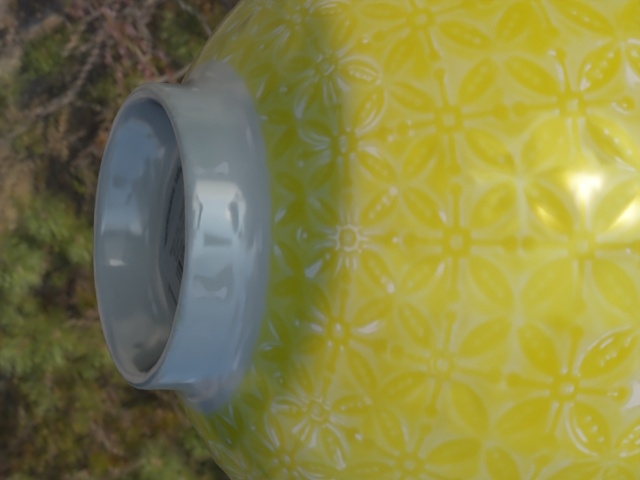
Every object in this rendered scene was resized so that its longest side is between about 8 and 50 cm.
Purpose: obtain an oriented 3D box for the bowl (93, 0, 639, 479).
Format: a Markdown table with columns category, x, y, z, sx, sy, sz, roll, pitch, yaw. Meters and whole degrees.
| category | x | y | z | sx | sy | sz | roll | pitch | yaw |
| --- | --- | --- | --- | --- | --- | --- | --- | --- | --- |
| bowl | 0.000 | 0.000 | 0.569 | 0.156 | 0.289 | 0.289 | 1 | 139 | -25 |
